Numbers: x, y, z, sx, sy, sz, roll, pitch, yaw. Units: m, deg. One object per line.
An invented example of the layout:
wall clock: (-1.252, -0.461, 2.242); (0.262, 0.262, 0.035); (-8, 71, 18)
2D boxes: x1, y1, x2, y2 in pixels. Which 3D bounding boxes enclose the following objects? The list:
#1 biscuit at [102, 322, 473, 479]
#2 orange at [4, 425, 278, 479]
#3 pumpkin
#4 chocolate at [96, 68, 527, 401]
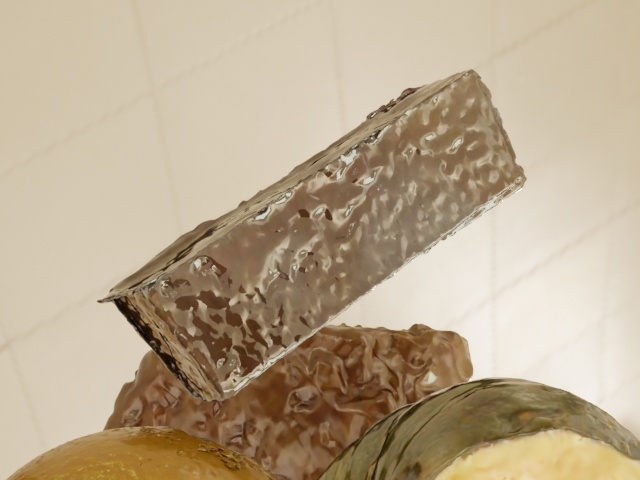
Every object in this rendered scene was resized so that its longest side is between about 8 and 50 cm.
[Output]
biscuit: (-0.043, 0.270, 1.541); (0.166, 0.343, 0.395); (12, 78, -56)
orange: (-0.122, 0.254, 1.091); (0.274, 0.274, 0.274); (-28, 141, -25)
pumpkin: (0.067, 0.204, 0.882); (0.280, 0.139, 0.190); (-46, 107, -2)
chocolate: (0.000, 0.000, 1.250); (0.321, 0.112, 0.112); (-34, -172, -17)
